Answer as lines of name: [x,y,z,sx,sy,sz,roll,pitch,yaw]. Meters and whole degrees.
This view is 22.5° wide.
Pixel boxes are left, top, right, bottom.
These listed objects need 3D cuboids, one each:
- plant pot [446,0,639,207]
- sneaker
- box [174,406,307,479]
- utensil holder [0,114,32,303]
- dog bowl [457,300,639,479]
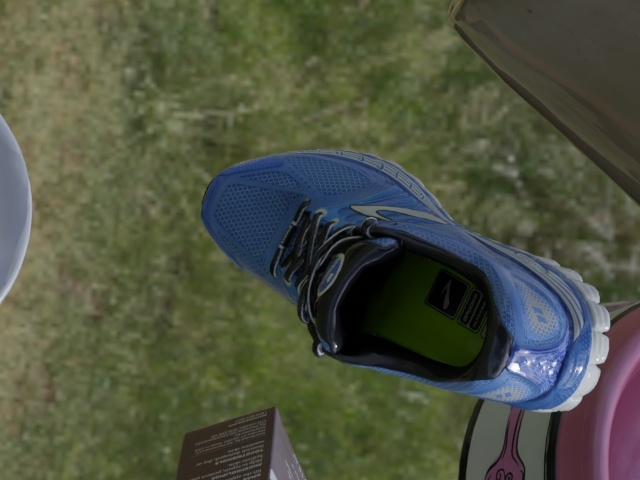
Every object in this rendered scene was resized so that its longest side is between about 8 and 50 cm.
plant pot: [0.222,-0.116,0.742,0.323,0.280,0.323,-62,-176,8]
sneaker: [0.033,0.013,1.101,0.147,0.330,0.130,10,101,-52]
box: [-0.090,0.380,1.917,0.381,0.143,0.191,-84,155,-65]
utensil holder: [-0.466,-0.007,1.599,0.385,0.327,0.328,152,-50,-70]
dog bowl: [0.324,0.221,1.305,0.150,0.408,0.408,-40,-151,58]
